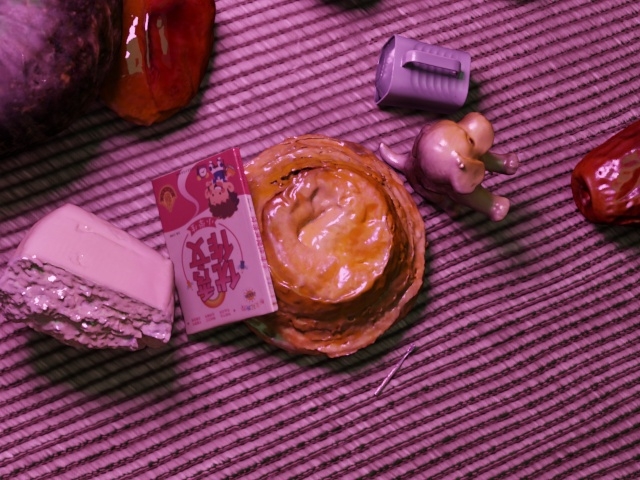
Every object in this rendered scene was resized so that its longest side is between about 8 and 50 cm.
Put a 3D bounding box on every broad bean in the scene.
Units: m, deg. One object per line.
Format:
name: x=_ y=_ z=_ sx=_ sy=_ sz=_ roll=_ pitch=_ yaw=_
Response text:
broad bean: x=-0.232 y=-0.273 z=1.490 sx=0.156 sy=0.122 sz=0.229 roll=23 pitch=84 yaw=-33

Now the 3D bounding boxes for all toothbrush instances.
toothbrush: x=0.110 y=0.189 z=1.546 sx=0.006 sy=0.008 sz=0.097 roll=38 pitch=78 yaw=10

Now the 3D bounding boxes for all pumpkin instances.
pumpkin: x=-0.469 y=-0.317 z=1.336 sx=0.454 sy=0.344 sz=0.455 roll=-1 pitch=96 yaw=-9

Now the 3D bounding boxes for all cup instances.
cup: x=0.152 y=-0.248 z=1.556 sx=0.129 sy=0.128 sz=0.095 roll=8 pitch=79 yaw=-12

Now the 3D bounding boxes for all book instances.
book: x=-0.150 y=0.004 z=1.461 sx=0.022 sy=0.162 sz=0.232 roll=-6 pitch=81 yaw=-54

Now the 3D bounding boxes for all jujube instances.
jujube: x=0.513 y=-0.100 z=1.583 sx=0.255 sy=0.190 sz=0.190 roll=-15 pitch=85 yaw=-6

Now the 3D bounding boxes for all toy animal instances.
toy animal: x=0.191 y=-0.109 z=1.498 sx=0.168 sy=0.233 sz=0.121 roll=21 pitch=84 yaw=-16

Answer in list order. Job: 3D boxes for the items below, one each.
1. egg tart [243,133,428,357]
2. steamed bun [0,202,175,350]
egg tart: x=0.003 y=0.003 z=1.494 sx=0.341 sy=0.129 sz=0.341 roll=1 pitch=84 yaw=-10
steamed bun: x=-0.302 y=0.078 z=1.401 sx=0.225 sy=0.200 sz=0.170 roll=28 pitch=118 yaw=-8
